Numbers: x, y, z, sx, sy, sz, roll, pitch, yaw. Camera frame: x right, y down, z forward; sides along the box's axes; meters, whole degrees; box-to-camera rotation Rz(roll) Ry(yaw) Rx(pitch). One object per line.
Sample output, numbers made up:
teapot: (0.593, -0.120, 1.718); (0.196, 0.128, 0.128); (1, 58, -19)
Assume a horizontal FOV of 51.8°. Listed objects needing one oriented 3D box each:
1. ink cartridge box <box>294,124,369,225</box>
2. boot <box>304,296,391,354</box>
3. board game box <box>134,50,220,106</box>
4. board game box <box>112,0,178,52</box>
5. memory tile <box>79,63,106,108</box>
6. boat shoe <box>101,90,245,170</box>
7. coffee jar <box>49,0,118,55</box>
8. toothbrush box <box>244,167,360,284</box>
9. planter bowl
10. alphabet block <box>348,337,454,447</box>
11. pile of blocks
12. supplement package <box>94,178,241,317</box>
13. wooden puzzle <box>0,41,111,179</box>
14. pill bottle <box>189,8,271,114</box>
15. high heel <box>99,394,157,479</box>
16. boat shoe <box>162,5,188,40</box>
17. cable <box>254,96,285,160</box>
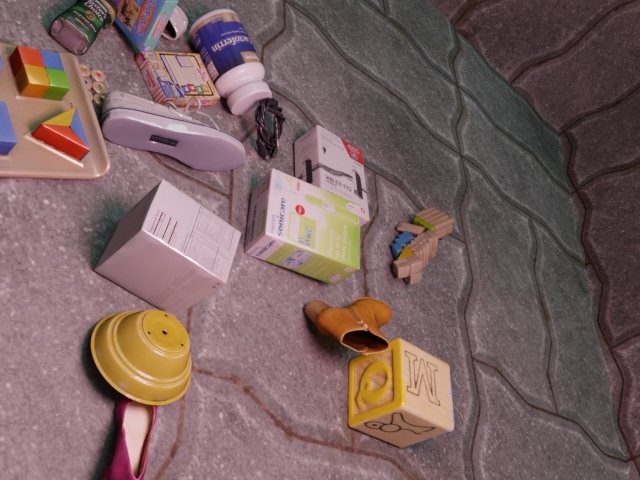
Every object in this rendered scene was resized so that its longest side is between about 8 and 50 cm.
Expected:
ink cartridge box: (0.031, -0.174, 1.955); (0.197, 0.114, 0.273); (24, 49, -36)
boot: (0.119, 0.227, 1.692); (0.295, 0.104, 0.211); (8, 15, -35)
board game box: (-0.374, -0.426, 1.741); (0.193, 0.045, 0.147); (-15, 76, -51)
board game box: (-0.463, -0.601, 1.638); (0.210, 0.160, 0.047); (50, 36, 10)
memory tile: (-0.562, -0.369, 1.518); (0.148, 0.012, 0.113); (11, 56, -43)
boat shoe: (-0.353, -0.283, 1.609); (0.367, 0.136, 0.156); (11, 53, -32)
coffee jar: (-0.561, -0.529, 1.579); (0.096, 0.079, 0.184); (39, 40, -23)
toothbrush box: (-0.041, -0.032, 1.729); (0.283, 0.122, 0.206); (21, 54, -25)
planter bowl: (-0.321, 0.200, 1.271); (0.217, 0.090, 0.217); (33, 27, -20)
alphabet block: (0.203, 0.394, 1.684); (0.197, 0.192, 0.193); (32, 42, -32)
pile of blocks: (0.311, 0.027, 2.156); (0.362, 0.149, 0.112); (-46, 144, -43)
supplement package: (-0.313, 0.021, 1.367); (0.203, 0.194, 0.149); (36, 41, -26)
wooden puzzle: (-0.615, -0.279, 1.327); (0.348, 0.080, 0.322); (-7, 70, -47)
pill bottle: (-0.248, -0.495, 1.842); (0.153, 0.153, 0.265); (-18, 78, -52)
high heel: (-0.327, 0.338, 1.190); (0.082, 0.117, 0.244); (40, 41, -22)
boat shoe: (-0.472, -0.642, 1.753); (0.267, 0.096, 0.088); (46, 33, -28)
cable: (-0.138, -0.325, 1.850); (0.184, 0.047, 0.150); (78, 31, -50)
